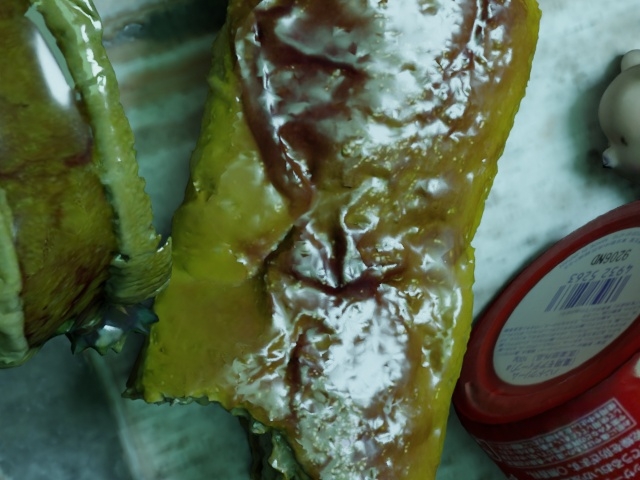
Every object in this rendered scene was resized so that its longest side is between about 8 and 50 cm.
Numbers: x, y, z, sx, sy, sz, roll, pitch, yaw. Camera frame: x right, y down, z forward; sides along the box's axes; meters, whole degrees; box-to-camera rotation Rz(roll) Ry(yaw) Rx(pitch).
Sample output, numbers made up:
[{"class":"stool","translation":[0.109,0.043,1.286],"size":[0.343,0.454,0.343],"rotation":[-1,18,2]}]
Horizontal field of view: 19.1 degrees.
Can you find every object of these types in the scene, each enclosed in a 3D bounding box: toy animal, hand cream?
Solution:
[{"class":"toy animal","translation":[0.218,-0.053,1.135],"size":[0.089,0.083,0.150],"rotation":[-54,123,-27]},{"class":"hand cream","translation":[0.179,0.077,1.060],"size":[0.193,0.193,0.125],"rotation":[-48,111,-15]}]

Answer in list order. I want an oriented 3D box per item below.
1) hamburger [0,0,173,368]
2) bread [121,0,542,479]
[{"class":"hamburger","translation":[-0.161,-0.066,0.874],"size":[0.132,0.211,0.308],"rotation":[-18,111,-7]},{"class":"bread","translation":[0.000,0.000,1.021],"size":[0.185,0.109,0.380],"rotation":[13,89,-25]}]
